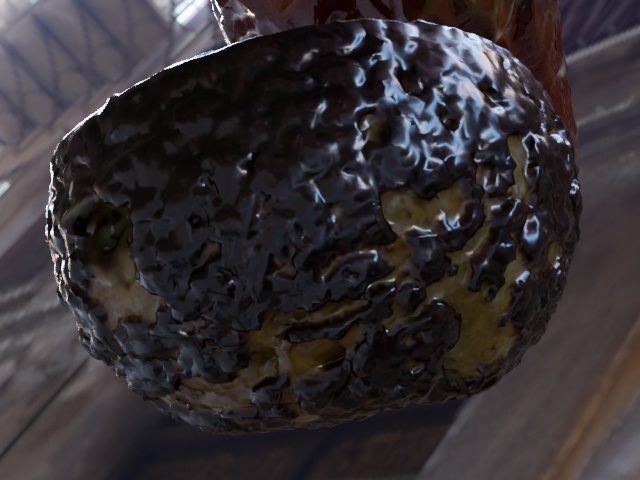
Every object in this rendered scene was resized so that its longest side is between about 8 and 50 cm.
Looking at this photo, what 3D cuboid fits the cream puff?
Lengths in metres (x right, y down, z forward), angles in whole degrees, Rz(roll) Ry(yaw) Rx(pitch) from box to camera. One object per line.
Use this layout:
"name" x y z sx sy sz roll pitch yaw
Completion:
"cream puff" 0.000 0.000 0.679 0.239 0.239 0.164 -24 -103 55

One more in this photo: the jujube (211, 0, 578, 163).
"jujube" 0.061 -0.126 1.027 0.216 0.216 0.342 12 -29 37
